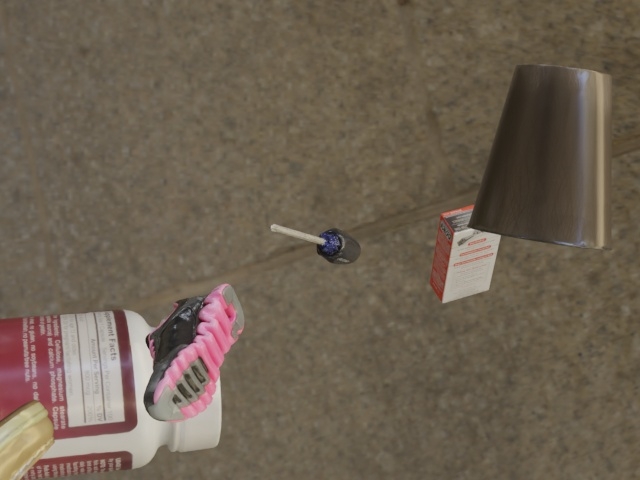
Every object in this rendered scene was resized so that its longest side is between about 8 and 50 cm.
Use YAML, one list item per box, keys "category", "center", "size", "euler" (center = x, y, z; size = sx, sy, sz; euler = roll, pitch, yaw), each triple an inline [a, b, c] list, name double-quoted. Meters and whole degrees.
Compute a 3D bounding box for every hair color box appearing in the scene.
- category: "hair color box"
  center: [0.239, 0.020, 1.763]
  size: [0.167, 0.093, 0.053]
  euler: [94, 155, -46]

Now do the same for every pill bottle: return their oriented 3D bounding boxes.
- category: "pill bottle"
  center: [-0.345, 0.211, 1.475]
  size: [0.224, 0.392, 0.224]
  euler: [177, 90, -76]

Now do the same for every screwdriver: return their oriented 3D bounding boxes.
- category: "screwdriver"
  center: [0.000, 0.000, 0.669]
  size: [0.025, 0.170, 0.024]
  euler: [5, 87, 12]

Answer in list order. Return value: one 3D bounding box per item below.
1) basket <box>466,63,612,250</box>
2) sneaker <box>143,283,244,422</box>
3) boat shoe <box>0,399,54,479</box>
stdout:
- category: "basket"
  center: [0.309, -0.114, 1.429]
  size: [0.204, 0.154, 0.226]
  euler: [13, 98, 40]
- category: "sneaker"
  center: [-0.094, 0.076, 0.709]
  size: [0.057, 0.119, 0.047]
  euler: [-4, 122, 23]
- category: "boat shoe"
  center: [-0.281, 0.242, 0.769]
  size: [0.089, 0.104, 0.285]
  euler: [40, 78, -2]
